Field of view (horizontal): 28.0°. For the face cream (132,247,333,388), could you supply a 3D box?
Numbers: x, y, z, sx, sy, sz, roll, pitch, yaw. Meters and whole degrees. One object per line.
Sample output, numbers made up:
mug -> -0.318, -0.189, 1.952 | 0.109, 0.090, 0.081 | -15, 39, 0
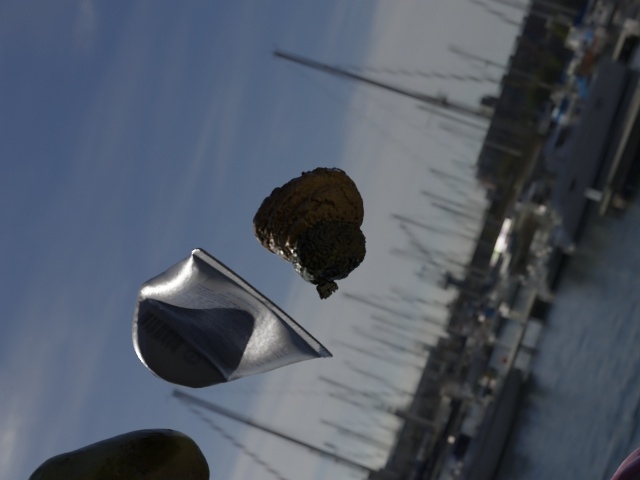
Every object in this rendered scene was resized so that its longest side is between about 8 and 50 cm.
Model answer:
face cream -> -0.160, 0.125, 1.871 | 0.137, 0.235, 0.420 | -54, 13, -24

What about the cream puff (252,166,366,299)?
cream puff -> 0.000, 0.000, 2.017 | 0.183, 0.169, 0.183 | -23, -26, -12

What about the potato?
potato -> -0.307, 0.397, 1.962 | 0.307, 0.173, 0.210 | -23, -72, -27

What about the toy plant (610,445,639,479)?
toy plant -> 0.378, 0.286, 1.286 | 0.356, 0.210, 0.317 | -3, -70, -69
